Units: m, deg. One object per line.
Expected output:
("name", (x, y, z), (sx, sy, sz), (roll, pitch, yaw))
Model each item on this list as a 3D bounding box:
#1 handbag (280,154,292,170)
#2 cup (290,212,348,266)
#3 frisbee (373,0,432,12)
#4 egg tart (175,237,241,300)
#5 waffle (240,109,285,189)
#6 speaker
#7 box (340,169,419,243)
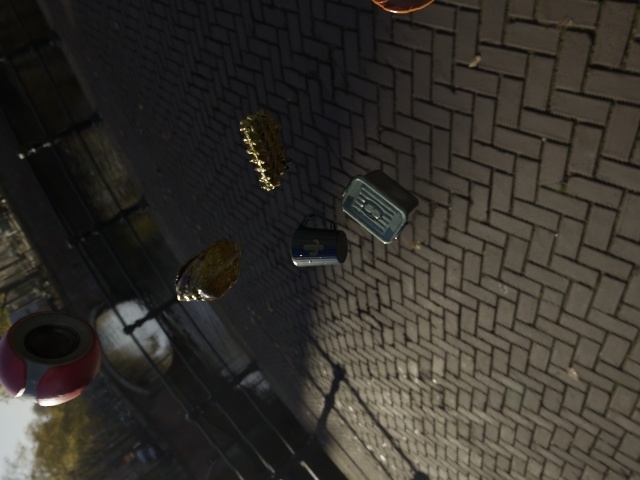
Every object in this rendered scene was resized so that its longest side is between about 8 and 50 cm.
("handbag", (-0.162, -0.287, 1.839), (0.047, 0.111, 0.072), (11, 84, 57))
("cup", (0.000, 0.000, 1.667), (0.155, 0.131, 0.177), (2, 94, 23))
("frisbee", (0.174, -0.563, 1.040), (0.191, 0.035, 0.192), (2, 95, 21))
("egg tart", (-0.373, 0.124, 1.825), (0.132, 0.297, 0.297), (38, 147, 20))
("waffle", (-0.128, -0.202, 1.181), (0.046, 0.160, 0.192), (8, 113, 20))
("speaker", (-0.839, 0.357, 1.584), (0.294, 0.294, 0.295), (36, 145, 31))
("box", (0.208, -0.126, 1.746), (0.243, 0.135, 0.163), (39, 133, 14))
